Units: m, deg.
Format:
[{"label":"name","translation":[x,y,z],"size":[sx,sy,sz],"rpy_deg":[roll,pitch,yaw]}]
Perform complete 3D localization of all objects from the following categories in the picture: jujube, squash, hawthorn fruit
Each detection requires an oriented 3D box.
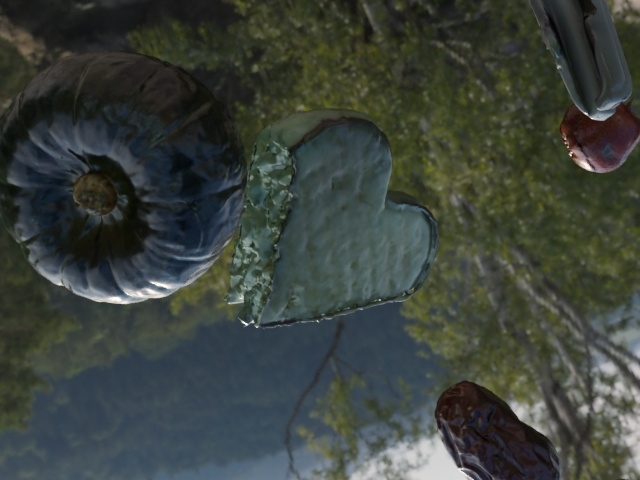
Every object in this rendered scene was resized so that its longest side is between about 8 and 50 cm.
[{"label":"jujube","translation":[0.149,0.175,0.822],"size":[0.077,0.129,0.077],"rpy_deg":[-41,-171,7]},{"label":"squash","translation":[-0.194,-0.060,0.950],"size":[0.252,0.252,0.165],"rpy_deg":[-28,-173,29]},{"label":"hawthorn fruit","translation":[0.310,-0.122,1.060],"size":[0.093,0.093,0.093],"rpy_deg":[-21,169,-4]}]

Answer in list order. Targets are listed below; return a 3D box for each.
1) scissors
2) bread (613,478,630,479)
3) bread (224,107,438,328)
[{"label":"scissors","translation":[0.118,-0.154,0.501],"size":[0.101,0.204,0.027],"rpy_deg":[-4,158,-25]},{"label":"bread","translation":[0.353,0.332,1.114],"size":[0.056,0.115,0.082],"rpy_deg":[-21,-149,42]},{"label":"bread","translation":[0.000,0.000,0.729],"size":[0.172,0.064,0.232],"rpy_deg":[-48,140,-6]}]
